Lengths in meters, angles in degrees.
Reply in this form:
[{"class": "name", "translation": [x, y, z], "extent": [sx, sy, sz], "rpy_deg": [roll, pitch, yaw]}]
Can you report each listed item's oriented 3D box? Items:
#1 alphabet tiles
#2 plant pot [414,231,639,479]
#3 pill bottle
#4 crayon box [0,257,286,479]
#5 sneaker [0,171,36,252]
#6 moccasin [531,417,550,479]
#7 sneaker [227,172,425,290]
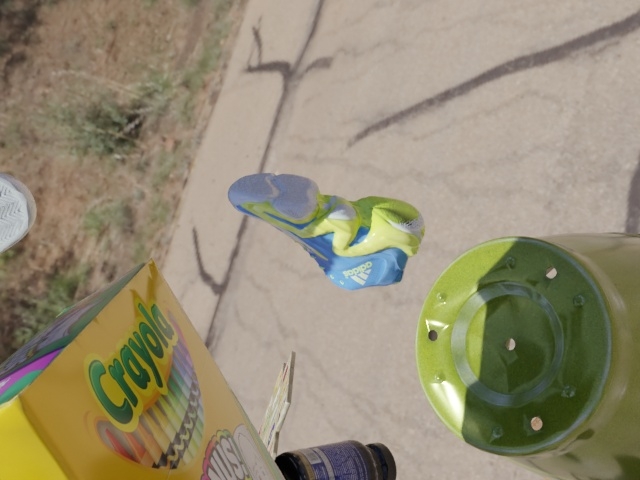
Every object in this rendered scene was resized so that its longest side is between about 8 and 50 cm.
[{"class": "alphabet tiles", "translation": [-0.103, 0.371, 1.410], "extent": [0.285, 0.011, 0.342], "rpy_deg": [-85, 15, -70]}, {"class": "plant pot", "translation": [0.305, 0.138, 1.008], "extent": [0.367, 0.353, 0.366], "rpy_deg": [-12, 72, 38]}, {"class": "pill bottle", "translation": [0.027, 0.435, 1.517], "extent": [0.123, 0.219, 0.122], "rpy_deg": [3, 93, 56]}, {"class": "crayon box", "translation": [-0.108, 0.198, 0.582], "extent": [0.106, 0.313, 0.363], "rpy_deg": [-28, 9, 2]}, {"class": "sneaker", "translation": [-0.417, -0.019, 0.891], "extent": [0.169, 0.293, 0.108], "rpy_deg": [-64, -42, -75]}, {"class": "moccasin", "translation": [0.411, 0.395, 1.159], "extent": [0.147, 0.139, 0.380], "rpy_deg": [-46, 46, 2]}, {"class": "sneaker", "translation": [0.000, 0.000, 0.992], "extent": [0.091, 0.240, 0.126], "rpy_deg": [-59, -21, -56]}]
